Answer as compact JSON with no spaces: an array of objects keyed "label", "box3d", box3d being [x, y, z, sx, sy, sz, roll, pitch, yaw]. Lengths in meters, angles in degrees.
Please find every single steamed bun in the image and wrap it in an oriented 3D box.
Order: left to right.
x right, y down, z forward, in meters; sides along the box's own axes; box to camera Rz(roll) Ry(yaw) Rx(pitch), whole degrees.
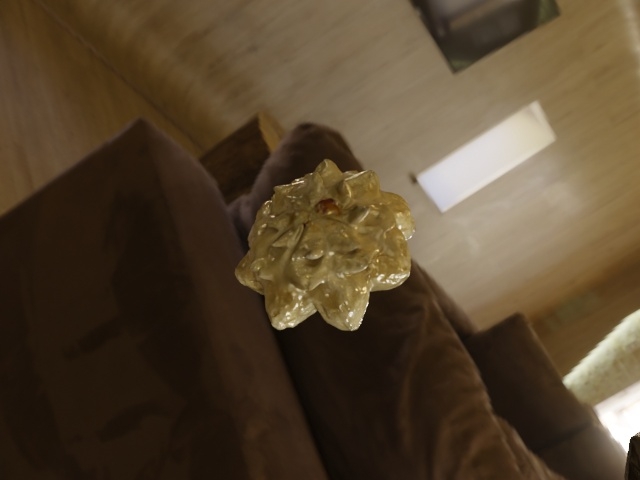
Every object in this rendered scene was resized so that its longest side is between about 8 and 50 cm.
[{"label":"steamed bun","box3d":[0.000,0.000,1.310,0.137,0.295,0.292,69,11,-54]}]

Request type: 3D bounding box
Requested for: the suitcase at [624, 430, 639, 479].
[{"label":"suitcase","box3d":[0.489,0.386,0.983,0.283,0.194,0.434,53,-16,48]}]
